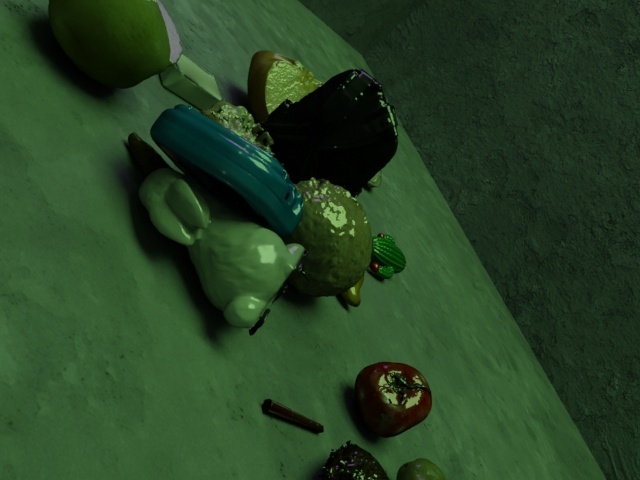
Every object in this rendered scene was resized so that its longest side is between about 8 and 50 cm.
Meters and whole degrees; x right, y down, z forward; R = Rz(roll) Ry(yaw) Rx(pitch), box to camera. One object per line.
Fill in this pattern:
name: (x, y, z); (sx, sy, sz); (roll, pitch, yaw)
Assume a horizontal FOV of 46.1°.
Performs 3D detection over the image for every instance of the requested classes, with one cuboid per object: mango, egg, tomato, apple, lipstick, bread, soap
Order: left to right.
apple: (-0.447, -0.459, 1.621); (0.258, 0.233, 0.295); (62, 0, -18)
soap: (-0.350, -0.429, 2.020); (0.183, 0.063, 0.122); (29, 31, -49)
bread: (-0.209, -0.221, 1.876); (0.274, 0.149, 0.274); (41, 20, -18)
apple: (-0.096, -0.425, 2.310); (0.309, 0.252, 0.314); (24, 32, -33)
lipstick: (-0.049, 0.352, 1.489); (0.176, 0.027, 0.027); (36, 27, -42)
egg: (0.000, 0.000, 1.817); (0.279, 0.279, 0.310); (-103, 178, -46)
mango: (0.079, 0.105, 2.090); (0.098, 0.075, 0.190); (38, 32, -22)
tomato: (0.165, 0.363, 1.741); (0.186, 0.151, 0.187); (6, 52, -8)

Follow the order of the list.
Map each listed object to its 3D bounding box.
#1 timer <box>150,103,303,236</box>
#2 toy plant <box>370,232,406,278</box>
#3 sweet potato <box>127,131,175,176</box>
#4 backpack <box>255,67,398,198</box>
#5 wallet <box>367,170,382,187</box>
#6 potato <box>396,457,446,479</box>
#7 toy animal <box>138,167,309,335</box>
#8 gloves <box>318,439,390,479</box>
timer: (-0.184, -0.142, 1.560); (0.309, 0.115, 0.340); (33, -8, 19)
toy plant: (0.193, 0.050, 2.405); (0.240, 0.088, 0.155); (-4, 74, -58)
sweet potato: (-0.329, -0.136, 1.608); (0.233, 0.062, 0.081); (45, -1, -13)
backpack: (0.020, -0.260, 2.019); (0.254, 0.445, 0.363); (-5, 60, -59)
wallet: (0.141, -0.332, 2.921); (0.275, 0.068, 0.335); (44, 21, -18)
potato: (0.234, 0.558, 1.597); (0.157, 0.157, 0.194); (23, 38, -54)
toy animal: (-0.215, -0.001, 1.484); (0.357, 0.194, 0.258); (40, 19, -7)
gloves: (0.076, 0.488, 1.389); (0.210, 0.135, 0.312); (46, 19, -9)
